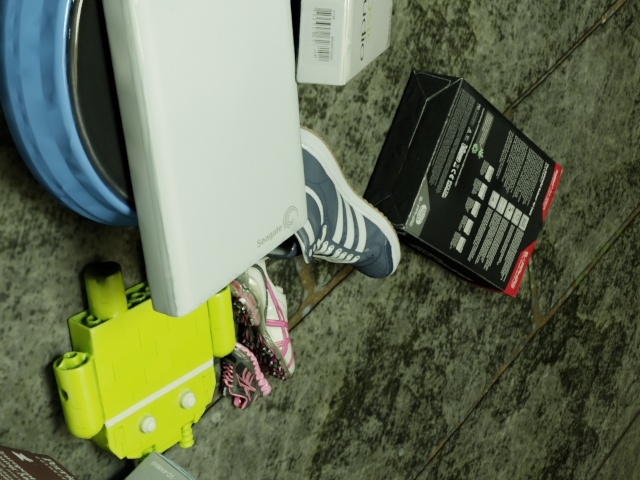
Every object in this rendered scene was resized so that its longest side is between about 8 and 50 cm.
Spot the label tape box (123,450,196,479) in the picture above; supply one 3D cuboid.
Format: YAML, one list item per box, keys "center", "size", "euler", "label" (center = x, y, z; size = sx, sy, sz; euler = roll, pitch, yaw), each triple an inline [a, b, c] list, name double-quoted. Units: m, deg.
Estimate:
- center: [-0.241, 0.449, 1.276]
  size: [0.348, 0.115, 0.249]
  euler: [-45, 141, -26]
  label: "label tape box"

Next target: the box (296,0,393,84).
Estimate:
- center: [0.039, -0.315, 1.279]
  size: [0.322, 0.058, 0.232]
  euler: [-58, 152, -69]
  label: "box"

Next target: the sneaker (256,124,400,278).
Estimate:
- center: [0.000, 0.000, 1.412]
  size: [0.282, 0.099, 0.153]
  euler: [51, 47, -40]
  label: "sneaker"

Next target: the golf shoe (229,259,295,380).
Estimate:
- center: [-0.063, 0.101, 1.424]
  size: [0.086, 0.067, 0.186]
  euler: [-48, 136, -30]
  label: "golf shoe"

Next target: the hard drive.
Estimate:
- center: [-0.102, -0.131, 1.103]
  size: [0.233, 0.047, 0.353]
  euler: [-38, 134, -46]
  label: "hard drive"

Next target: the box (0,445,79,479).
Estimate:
- center: [-0.308, 0.305, 1.074]
  size: [0.167, 0.168, 0.203]
  euler: [-57, 154, -4]
  label: "box"

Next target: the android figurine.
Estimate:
- center: [-0.196, 0.138, 1.288]
  size: [0.248, 0.056, 0.273]
  euler: [-27, 122, -43]
  label: "android figurine"

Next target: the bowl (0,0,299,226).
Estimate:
- center: [-0.149, -0.201, 1.119]
  size: [0.391, 0.077, 0.391]
  euler: [-31, 128, -50]
  label: "bowl"

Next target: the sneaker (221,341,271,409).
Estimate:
- center: [-0.106, 0.171, 1.424]
  size: [0.057, 0.047, 0.119]
  euler: [-41, 132, -19]
  label: "sneaker"

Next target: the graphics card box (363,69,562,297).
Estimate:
- center: [0.220, -0.074, 1.682]
  size: [0.371, 0.094, 0.233]
  euler: [27, 83, -53]
  label: "graphics card box"
